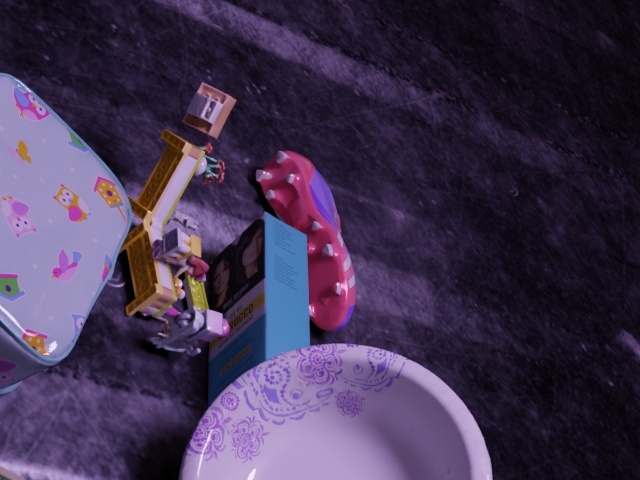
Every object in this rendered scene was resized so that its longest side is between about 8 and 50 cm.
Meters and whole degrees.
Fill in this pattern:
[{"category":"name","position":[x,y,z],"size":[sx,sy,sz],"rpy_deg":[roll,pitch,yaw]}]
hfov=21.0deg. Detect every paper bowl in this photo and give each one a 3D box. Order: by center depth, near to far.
[{"category":"paper bowl","position":[0.017,0.251,1.597],"size":[0.148,0.284,0.284],"rpy_deg":[83,-10,-57]}]

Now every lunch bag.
[{"category":"lunch bag","position":[-0.301,-0.014,1.585],"size":[0.224,0.108,0.279],"rpy_deg":[43,34,-20]}]

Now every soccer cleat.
[{"category":"soccer cleat","position":[0.000,0.000,2.004],"size":[0.095,0.083,0.248],"rpy_deg":[19,39,-47]}]

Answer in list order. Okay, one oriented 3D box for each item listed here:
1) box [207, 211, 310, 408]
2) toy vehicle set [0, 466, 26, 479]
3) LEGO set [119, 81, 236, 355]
[{"category":"box","position":[-0.064,0.092,1.795],"size":[0.060,0.100,0.244],"rpy_deg":[30,35,-27]},{"category":"toy vehicle set","position":[-0.226,0.275,1.373],"size":[0.266,0.035,0.166],"rpy_deg":[28,32,0]},{"category":"LEGO set","position":[-0.129,-0.012,1.798],"size":[0.107,0.132,0.287],"rpy_deg":[27,59,-42]}]
